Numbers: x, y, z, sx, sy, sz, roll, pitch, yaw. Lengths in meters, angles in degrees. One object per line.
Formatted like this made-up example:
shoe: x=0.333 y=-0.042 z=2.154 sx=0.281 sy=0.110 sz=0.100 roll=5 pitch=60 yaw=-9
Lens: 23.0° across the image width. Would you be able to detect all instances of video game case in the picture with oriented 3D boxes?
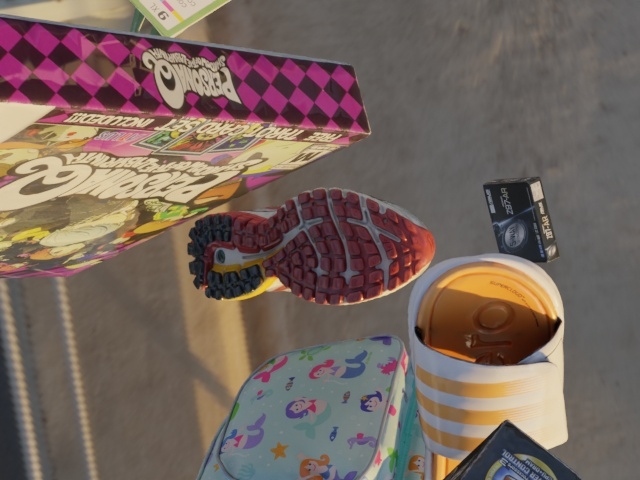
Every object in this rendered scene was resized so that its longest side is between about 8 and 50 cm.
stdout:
video game case: x=-0.127 y=-0.030 z=0.676 sx=0.210 sy=0.232 sz=0.042 roll=-23 pitch=77 yaw=34

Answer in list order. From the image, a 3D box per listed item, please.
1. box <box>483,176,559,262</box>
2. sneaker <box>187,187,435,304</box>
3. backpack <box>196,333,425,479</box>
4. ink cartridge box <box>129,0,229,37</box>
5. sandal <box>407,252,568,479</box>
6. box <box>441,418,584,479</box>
box: x=0.197 y=-0.020 z=1.546 sx=0.018 sy=0.067 sz=0.083 roll=-22 pitch=103 yaw=-34
sneaker: x=0.000 y=0.000 z=1.212 sx=0.225 sy=0.092 sz=0.088 roll=1 pitch=97 yaw=44
backpack: x=0.006 y=0.213 z=1.444 sx=0.253 sy=0.225 sz=0.191 roll=-14 pitch=127 yaw=31
ink cartridge box: x=-0.113 y=-0.252 z=1.411 sx=0.209 sy=0.109 sz=0.062 roll=-29 pitch=125 yaw=25
sandal: x=0.115 y=0.126 z=1.024 sx=0.102 sy=0.076 sz=0.265 roll=-8 pitch=126 yaw=-3
box: x=0.138 y=0.230 z=0.928 sx=0.216 sy=0.270 sz=0.060 roll=39 pitch=65 yaw=5
